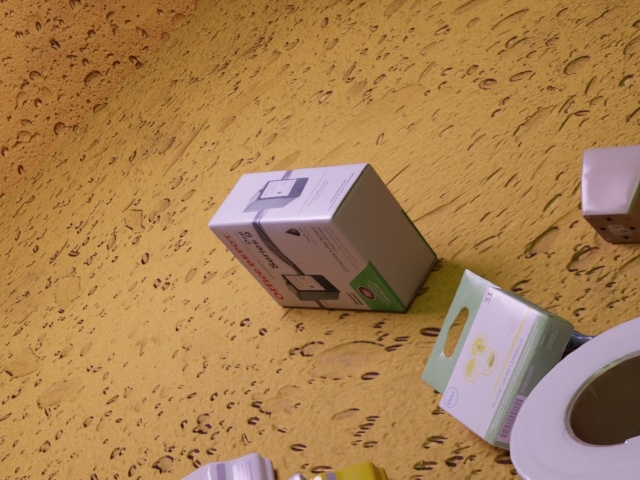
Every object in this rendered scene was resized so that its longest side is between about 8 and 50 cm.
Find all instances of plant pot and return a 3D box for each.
[{"bbox_3d":[0.409,-0.056,1.539,0.109,0.109,0.096,-1,57,46],"label":"plant pot"}]

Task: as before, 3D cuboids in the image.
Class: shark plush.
[{"bbox_3d":[0.283,0.118,1.458,0.073,0.067,0.161,-42,30,-8],"label":"shark plush"}]

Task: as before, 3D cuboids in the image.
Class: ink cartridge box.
[{"bbox_3d":[0.000,0.000,1.786,0.289,0.211,0.121,-2,46,47],"label":"ink cartridge box"},{"bbox_3d":[0.200,0.140,1.460,0.235,0.056,0.171,31,101,57],"label":"ink cartridge box"}]

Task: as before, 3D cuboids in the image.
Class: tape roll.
[{"bbox_3d":[0.342,0.196,1.200,0.286,0.100,0.286,-31,19,12],"label":"tape roll"}]

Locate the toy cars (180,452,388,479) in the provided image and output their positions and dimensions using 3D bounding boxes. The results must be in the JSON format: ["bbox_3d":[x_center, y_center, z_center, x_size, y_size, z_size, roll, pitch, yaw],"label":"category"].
[{"bbox_3d":[-0.082,0.344,1.512,0.394,0.087,0.176,-6,42,43],"label":"toy cars"}]
